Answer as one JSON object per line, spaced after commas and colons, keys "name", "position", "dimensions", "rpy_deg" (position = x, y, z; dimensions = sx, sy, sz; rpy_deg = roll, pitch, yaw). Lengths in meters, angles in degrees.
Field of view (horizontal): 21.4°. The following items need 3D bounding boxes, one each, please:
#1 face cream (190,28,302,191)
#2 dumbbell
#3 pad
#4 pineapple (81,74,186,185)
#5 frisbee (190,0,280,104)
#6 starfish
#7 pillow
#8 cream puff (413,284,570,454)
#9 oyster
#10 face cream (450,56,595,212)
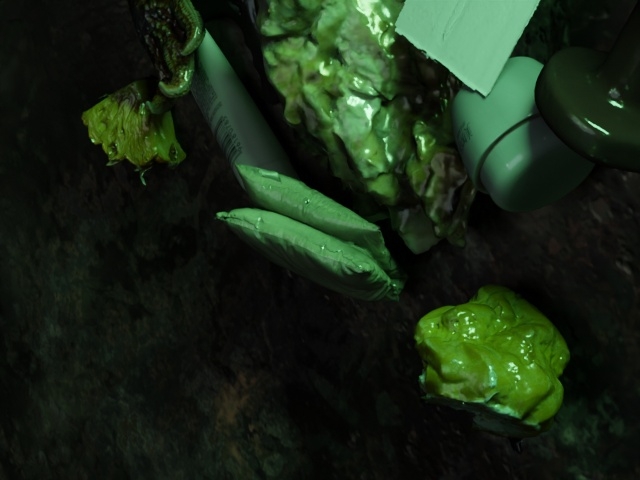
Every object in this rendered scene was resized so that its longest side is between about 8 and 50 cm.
{"name": "face cream", "position": [-0.092, -0.128, 1.802], "dimensions": [0.244, 0.058, 0.092], "rpy_deg": [60, 151, 24]}
{"name": "dumbbell", "position": [0.267, -0.169, 1.301], "dimensions": [0.124, 0.140, 0.225], "rpy_deg": [-101, 26, -46]}
{"name": "pad", "position": [0.152, -0.251, 1.436], "dimensions": [0.156, 0.004, 0.232], "rpy_deg": [43, 112, 46]}
{"name": "pineapple", "position": [-0.203, -0.136, 1.928], "dimensions": [0.137, 0.069, 0.116], "rpy_deg": [32, 119, 29]}
{"name": "frisbee", "position": [-0.086, -0.266, 1.779], "dimensions": [0.211, 0.012, 0.187], "rpy_deg": [42, 131, 35]}
{"name": "starfish", "position": [-0.180, -0.256, 1.834], "dimensions": [0.238, 0.071, 0.216], "rpy_deg": [42, 130, 45]}
{"name": "pillow", "position": [0.000, 0.000, 1.660], "dimensions": [0.181, 0.134, 0.078], "rpy_deg": [24, 77, 28]}
{"name": "cream puff", "position": [0.157, 0.105, 1.524], "dimensions": [0.121, 0.156, 0.156], "rpy_deg": [-19, 87, 36]}
{"name": "oyster", "position": [0.033, -0.148, 1.592], "dimensions": [0.238, 0.114, 0.351], "rpy_deg": [-14, 107, 51]}
{"name": "face cream", "position": [0.174, -0.091, 1.451], "dimensions": [0.117, 0.117, 0.104], "rpy_deg": [-56, 51, 42]}
